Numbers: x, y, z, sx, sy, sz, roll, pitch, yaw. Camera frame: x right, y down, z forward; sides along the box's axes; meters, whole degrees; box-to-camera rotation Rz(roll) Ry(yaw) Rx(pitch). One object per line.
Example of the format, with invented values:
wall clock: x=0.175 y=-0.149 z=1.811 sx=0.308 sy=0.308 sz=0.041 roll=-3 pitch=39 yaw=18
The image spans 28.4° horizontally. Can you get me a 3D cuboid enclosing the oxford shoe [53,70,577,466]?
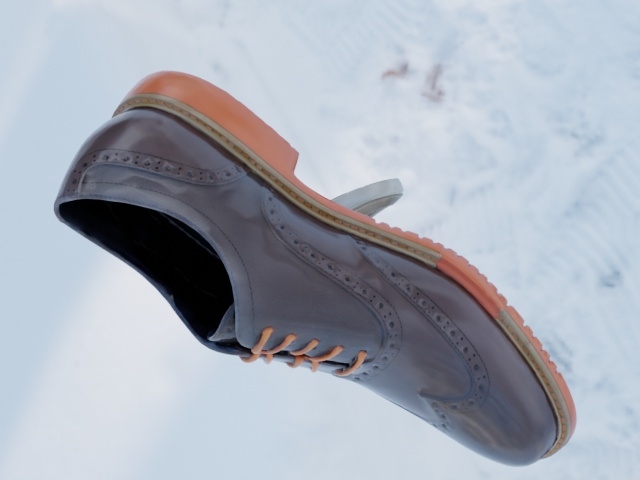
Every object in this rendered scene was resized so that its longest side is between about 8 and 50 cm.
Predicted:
oxford shoe: x=-0.004 y=0.036 z=0.600 sx=0.271 sy=0.098 sz=0.097 roll=35 pitch=139 yaw=1

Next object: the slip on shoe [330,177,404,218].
slip on shoe: x=0.000 y=0.000 z=0.877 sx=0.135 sy=0.051 sz=0.041 roll=-26 pitch=86 yaw=3
